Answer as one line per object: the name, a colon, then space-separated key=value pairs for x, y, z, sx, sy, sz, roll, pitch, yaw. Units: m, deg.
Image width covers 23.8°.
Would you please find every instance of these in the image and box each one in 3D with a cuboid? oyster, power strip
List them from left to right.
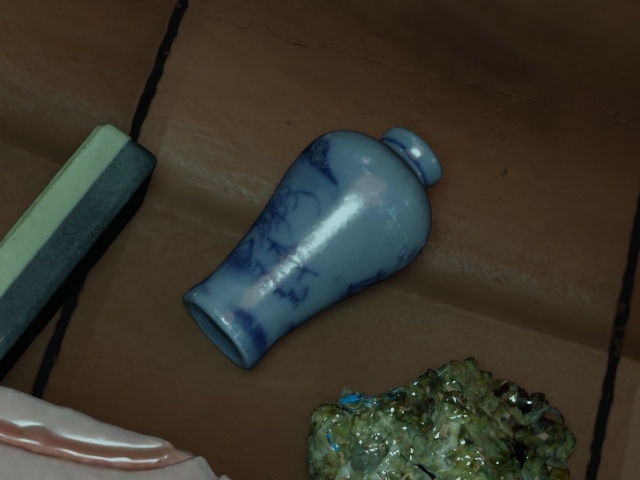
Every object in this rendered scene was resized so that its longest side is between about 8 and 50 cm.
power strip: x=-0.235 y=0.012 z=1.305 sx=0.070 sy=0.105 sz=0.256 roll=37 pitch=63 yaw=0
oyster: x=0.107 y=0.195 z=1.323 sx=0.260 sy=0.092 sz=0.198 roll=22 pitch=67 yaw=-7

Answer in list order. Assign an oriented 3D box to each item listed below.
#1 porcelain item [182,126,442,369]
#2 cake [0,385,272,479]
porcelain item: x=0.000 y=0.000 z=1.359 sx=0.141 sy=0.141 sz=0.259 roll=45 pitch=72 yaw=7
cake: x=-0.233 y=0.290 z=1.074 sx=0.293 sy=0.307 sz=0.314 roll=21 pitch=63 yaw=-3
